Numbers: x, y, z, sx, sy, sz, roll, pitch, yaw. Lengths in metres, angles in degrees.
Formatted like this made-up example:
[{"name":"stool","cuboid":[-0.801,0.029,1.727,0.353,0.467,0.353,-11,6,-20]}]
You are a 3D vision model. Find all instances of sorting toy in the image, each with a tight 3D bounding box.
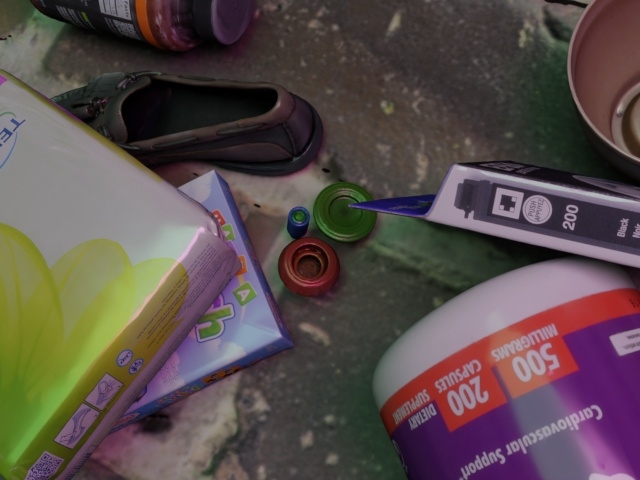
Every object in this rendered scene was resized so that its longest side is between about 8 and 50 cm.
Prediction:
[{"name":"sorting toy","cuboid":[0.000,0.000,0.686,0.061,0.042,0.102,34,71,7]}]

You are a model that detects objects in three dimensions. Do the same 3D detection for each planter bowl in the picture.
[{"name":"planter bowl","cuboid":[0.258,-0.102,0.609,0.162,0.109,0.162,-5,70,14]}]

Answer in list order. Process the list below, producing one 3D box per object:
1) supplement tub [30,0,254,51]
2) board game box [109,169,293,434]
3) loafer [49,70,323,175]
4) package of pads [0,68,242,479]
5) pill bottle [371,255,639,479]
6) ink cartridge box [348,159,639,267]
[{"name":"supplement tub","cuboid":[-0.160,-0.230,0.768,0.197,0.106,0.106,19,77,19]},{"name":"board game box","cuboid":[-0.148,0.058,0.702,0.211,0.039,0.160,-26,67,4]},{"name":"loafer","cuboid":[-0.133,-0.110,0.730,0.267,0.084,0.096,3,73,16]},{"name":"package of pads","cuboid":[-0.235,0.010,0.653,0.296,0.101,0.229,34,77,18]},{"name":"pill bottle","cuboid":[0.168,0.182,0.497,0.181,0.181,0.323,-27,67,5]},{"name":"ink cartridge box","cuboid":[0.148,-0.024,0.561,0.208,0.206,0.045,12,99,19]}]
